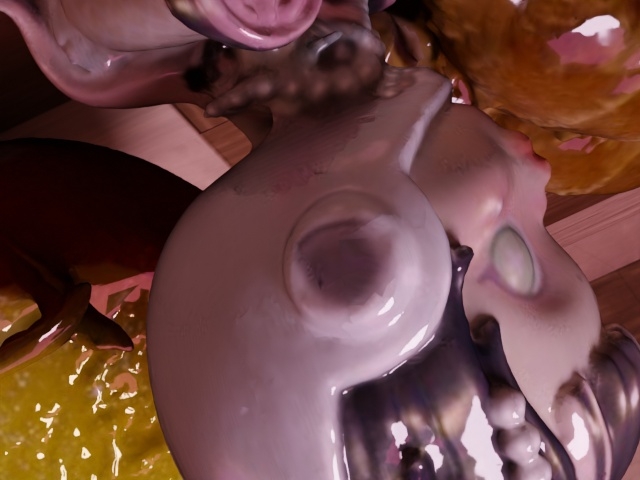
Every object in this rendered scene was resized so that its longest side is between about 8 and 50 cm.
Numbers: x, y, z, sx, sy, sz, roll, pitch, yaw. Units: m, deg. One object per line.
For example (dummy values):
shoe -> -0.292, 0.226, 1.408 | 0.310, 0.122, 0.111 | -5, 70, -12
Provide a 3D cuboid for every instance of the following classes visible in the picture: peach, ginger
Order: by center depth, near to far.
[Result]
peach -> -0.196, 0.116, 1.103 | 0.406, 0.310, 0.335 | -44, 120, 4
ginger -> 0.112, -0.118, 1.108 | 0.274, 0.152, 0.357 | -4, 166, 1

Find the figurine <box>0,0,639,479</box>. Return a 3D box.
figurine -> 0.004, -0.003, 0.882 | 0.211, 0.361, 0.253 | -26, -176, 30
